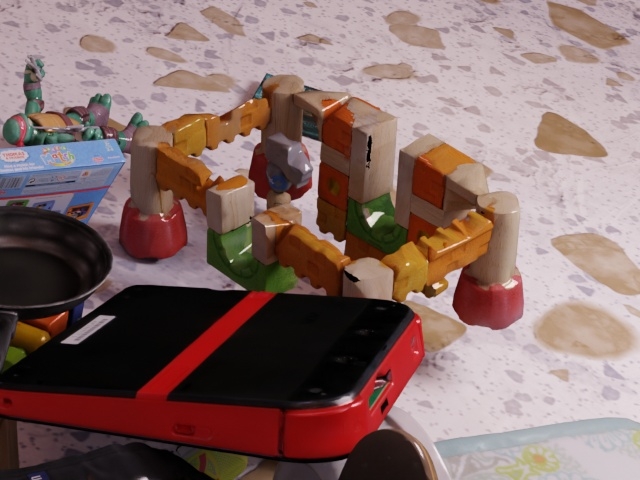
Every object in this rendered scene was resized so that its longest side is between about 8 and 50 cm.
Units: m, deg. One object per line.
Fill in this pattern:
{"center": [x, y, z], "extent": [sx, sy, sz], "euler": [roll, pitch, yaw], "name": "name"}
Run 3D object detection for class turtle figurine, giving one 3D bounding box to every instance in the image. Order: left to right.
{"center": [-0.339, -0.156, 2.179], "extent": [0.175, 0.118, 0.234], "euler": [49, 25, 22], "name": "turtle figurine"}

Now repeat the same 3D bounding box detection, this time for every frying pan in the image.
{"center": [-0.288, 0.057, 1.676], "extent": [0.197, 0.053, 0.326], "euler": [-6, 34, -24], "name": "frying pan"}

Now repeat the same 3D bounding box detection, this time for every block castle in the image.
{"center": [0.000, 0.000, 2.001], "extent": [0.303, 0.212, 0.453], "euler": [-27, 43, -36], "name": "block castle"}

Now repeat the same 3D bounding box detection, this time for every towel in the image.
{"center": [0.282, 0.322, 1.714], "extent": [0.375, 0.090, 0.320], "euler": [-4, 38, -32], "name": "towel"}

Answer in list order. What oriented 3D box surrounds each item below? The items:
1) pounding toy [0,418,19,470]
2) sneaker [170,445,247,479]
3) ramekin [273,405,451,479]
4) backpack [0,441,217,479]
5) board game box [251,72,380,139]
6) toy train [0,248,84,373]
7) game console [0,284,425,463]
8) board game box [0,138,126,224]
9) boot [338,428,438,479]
{"center": [-0.384, 0.207, 1.511], "extent": [0.206, 0.094, 0.181], "euler": [26, 24, -27], "name": "pounding toy"}
{"center": [-0.135, 0.262, 1.618], "extent": [0.094, 0.081, 0.208], "euler": [39, 42, 22], "name": "sneaker"}
{"center": [0.038, 0.267, 1.569], "extent": [0.109, 0.207, 0.207], "euler": [-13, 39, -25], "name": "ramekin"}
{"center": [-0.160, 0.305, 1.388], "extent": [0.276, 0.213, 0.263], "euler": [35, 43, 25], "name": "backpack"}
{"center": [-0.008, -0.190, 2.497], "extent": [0.186, 0.026, 0.126], "euler": [18, 29, 2], "name": "board game box"}
{"center": [-0.302, 0.107, 1.774], "extent": [0.248, 0.105, 0.143], "euler": [20, 40, 6], "name": "toy train"}
{"center": [-0.092, 0.119, 1.605], "extent": [0.342, 0.060, 0.386], "euler": [2, 12, 13], "name": "game console"}
{"center": [-0.330, -0.031, 1.875], "extent": [0.160, 0.211, 0.039], "euler": [-8, 59, -37], "name": "board game box"}
{"center": [0.081, 0.298, 1.451], "extent": [0.112, 0.305, 0.115], "euler": [7, 17, 38], "name": "boot"}
